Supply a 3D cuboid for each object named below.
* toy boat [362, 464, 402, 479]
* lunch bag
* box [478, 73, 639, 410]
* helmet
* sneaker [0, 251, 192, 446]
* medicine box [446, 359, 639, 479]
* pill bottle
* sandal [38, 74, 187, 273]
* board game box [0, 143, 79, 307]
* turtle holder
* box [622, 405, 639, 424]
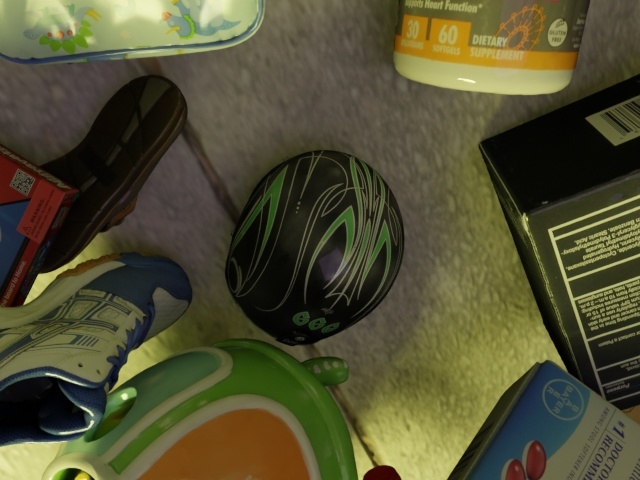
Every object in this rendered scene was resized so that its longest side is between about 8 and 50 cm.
[{"bbox_3d":[-0.016,0.387,0.687,0.318,0.267,0.148,-20,100,-24],"label":"toy boat"},{"bbox_3d":[-0.150,-0.213,0.426,0.219,0.090,0.176,-6,139,0],"label":"lunch bag"},{"bbox_3d":[0.364,-0.009,0.648,0.296,0.182,0.294,-22,119,12],"label":"box"},{"bbox_3d":[0.000,0.000,0.582,0.169,0.169,0.161,23,120,-26],"label":"helmet"},{"bbox_3d":[-0.198,0.100,0.496,0.296,0.131,0.111,-23,140,-53],"label":"sneaker"},{"bbox_3d":[0.260,0.320,0.612,0.263,0.289,0.149,-46,163,-27],"label":"medicine box"},{"bbox_3d":[0.152,-0.271,0.507,0.162,0.162,0.278,-4,114,-18],"label":"pill bottle"},{"bbox_3d":[-0.192,-0.051,0.537,0.219,0.090,0.060,-46,161,7],"label":"sandal"},{"bbox_3d":[-0.328,0.043,0.517,0.145,0.027,0.281,31,101,2],"label":"board game box"},{"bbox_3d":[-0.132,0.208,0.565,0.227,0.320,0.243,-5,106,-49],"label":"turtle holder"},{"bbox_3d":[0.453,0.197,0.898,0.165,0.021,0.201,6,111,-22],"label":"box"}]
